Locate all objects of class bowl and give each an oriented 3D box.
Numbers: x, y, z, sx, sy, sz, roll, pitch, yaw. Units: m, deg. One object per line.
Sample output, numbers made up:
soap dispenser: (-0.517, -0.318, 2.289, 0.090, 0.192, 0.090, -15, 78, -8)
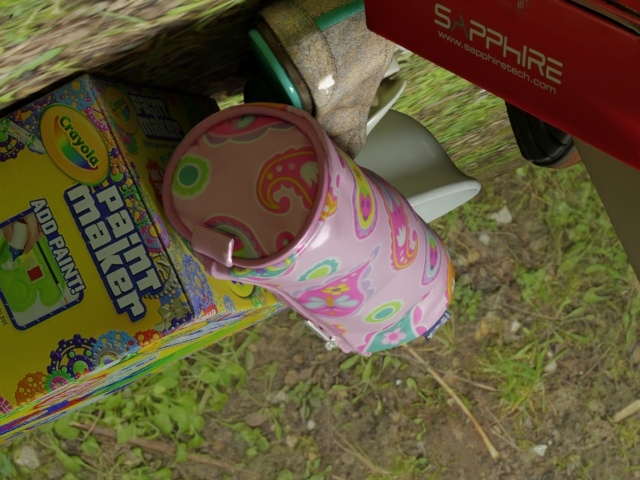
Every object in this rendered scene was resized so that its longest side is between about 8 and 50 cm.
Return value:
bowl: (-0.020, -0.043, 1.726, 0.298, 0.134, 0.298, -23, 175, -2)

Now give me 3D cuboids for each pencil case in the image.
pencil case: (0.000, 0.000, 1.341, 0.124, 0.124, 0.284, -25, 158, 12)

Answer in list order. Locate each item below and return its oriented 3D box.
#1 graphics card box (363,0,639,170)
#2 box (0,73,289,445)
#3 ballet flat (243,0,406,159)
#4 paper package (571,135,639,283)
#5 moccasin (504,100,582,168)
graphics card box: (0.236, -0.165, 1.198, 0.371, 0.094, 0.233, -22, -141, -36)
box: (-0.198, 0.027, 1.394, 0.279, 0.177, 0.290, -26, 175, 13)
ballet flat: (0.011, -0.110, 1.390, 0.106, 0.107, 0.316, -33, 177, -7)
paper package: (0.309, -0.103, 1.551, 0.168, 0.324, 0.309, -24, 174, -8)
moccasin: (0.290, -0.173, 1.923, 0.147, 0.139, 0.380, -13, 161, -23)
